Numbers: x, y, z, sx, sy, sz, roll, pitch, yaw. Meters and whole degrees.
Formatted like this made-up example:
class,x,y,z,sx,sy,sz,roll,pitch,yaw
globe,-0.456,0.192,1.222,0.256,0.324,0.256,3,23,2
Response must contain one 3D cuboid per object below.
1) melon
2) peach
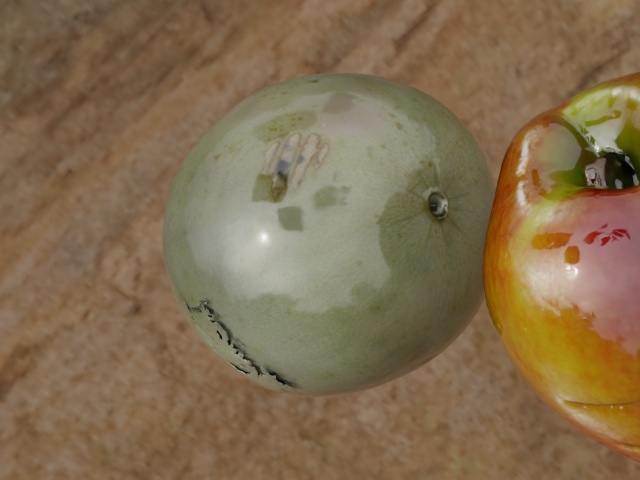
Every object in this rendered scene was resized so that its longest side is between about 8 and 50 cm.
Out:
class,x,y,z,sx,sy,sz,roll,pitch,yaw
melon,0.000,0.000,1.325,0.330,0.268,0.268,-14,54,55
peach,0.235,0.026,1.050,0.248,0.275,0.245,-40,26,-11
